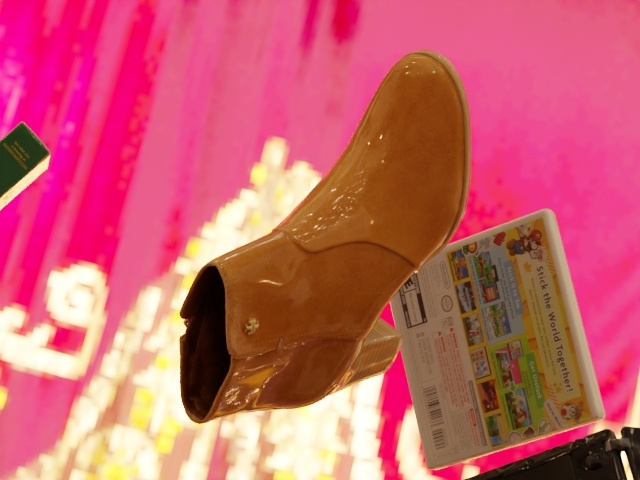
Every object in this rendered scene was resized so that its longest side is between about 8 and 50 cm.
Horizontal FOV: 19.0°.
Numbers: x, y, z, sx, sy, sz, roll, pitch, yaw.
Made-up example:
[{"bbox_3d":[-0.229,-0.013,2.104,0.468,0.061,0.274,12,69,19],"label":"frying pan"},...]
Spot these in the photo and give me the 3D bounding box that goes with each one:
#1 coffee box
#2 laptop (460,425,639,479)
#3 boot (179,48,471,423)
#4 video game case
[{"bbox_3d":[-0.309,-0.022,1.623,0.040,0.184,0.113,48,-11,-3],"label":"coffee box"},{"bbox_3d":[0.192,0.247,1.157,0.264,0.234,0.136,-23,-33,18],"label":"laptop"},{"bbox_3d":[-0.001,0.000,1.450,0.104,0.295,0.211,29,24,37],"label":"boot"},{"bbox_3d":[0.178,0.105,2.003,0.206,0.227,0.026,-21,-18,29],"label":"video game case"}]
